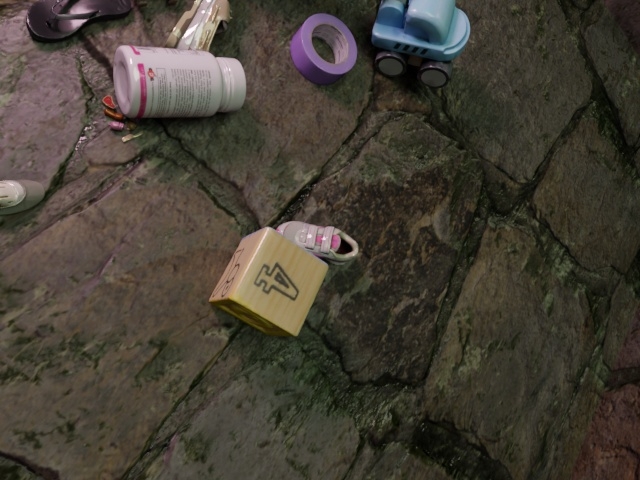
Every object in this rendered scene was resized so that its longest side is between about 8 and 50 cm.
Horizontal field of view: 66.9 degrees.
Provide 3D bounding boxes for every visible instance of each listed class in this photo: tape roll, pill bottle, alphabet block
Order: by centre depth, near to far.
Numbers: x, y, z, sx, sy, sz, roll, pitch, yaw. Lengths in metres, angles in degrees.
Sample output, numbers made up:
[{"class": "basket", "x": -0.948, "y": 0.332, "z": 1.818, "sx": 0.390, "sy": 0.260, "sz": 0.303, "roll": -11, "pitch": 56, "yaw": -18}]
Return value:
[{"class": "pill bottle", "x": -0.338, "y": -0.381, "z": 1.181, "sx": 0.283, "sy": 0.160, "sz": 0.160, "roll": -11, "pitch": 87, "yaw": -34}, {"class": "alphabet block", "x": -0.130, "y": 0.108, "z": 1.199, "sx": 0.194, "sy": 0.192, "sz": 0.197, "roll": 33, "pitch": 68, "yaw": -18}, {"class": "tape roll", "x": 0.011, "y": -0.572, "z": 1.455, "sx": 0.189, "sy": 0.080, "sz": 0.188, "roll": 5, "pitch": 80, "yaw": -28}]

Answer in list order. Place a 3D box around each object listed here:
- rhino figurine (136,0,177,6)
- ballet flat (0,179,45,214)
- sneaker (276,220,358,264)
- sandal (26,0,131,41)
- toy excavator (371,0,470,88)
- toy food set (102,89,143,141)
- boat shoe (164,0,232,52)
[{"class": "rhino figurine", "x": -0.400, "y": -0.673, "z": 1.249, "sx": 0.243, "sy": 0.073, "sz": 0.106, "roll": -31, "pitch": 105, "yaw": -42}, {"class": "ballet flat", "x": -0.686, "y": -0.086, "z": 0.998, "sx": 0.213, "sy": 0.068, "sz": 0.072, "roll": -15, "pitch": 89, "yaw": -30}, {"class": "sneaker", "x": 0.000, "y": 0.000, "z": 1.331, "sx": 0.253, "sy": 0.111, "sz": 0.102, "roll": 11, "pitch": 76, "yaw": -26}, {"class": "sandal", "x": -0.574, "y": -0.552, "z": 1.147, "sx": 0.255, "sy": 0.054, "sz": 0.097, "roll": -39, "pitch": 100, "yaw": -28}, {"class": "toy excavator", "x": 0.246, "y": -0.709, "z": 1.427, "sx": 0.434, "sy": 0.445, "sz": 0.222, "roll": 16, "pitch": 72, "yaw": 6}, {"class": "toy food set", "x": -0.485, "y": -0.304, "z": 1.173, "sx": 0.078, "sy": 0.019, "sz": 0.122, "roll": -34, "pitch": 98, "yaw": -29}, {"class": "boat shoe", "x": -0.291, "y": -0.596, "z": 1.285, "sx": 0.103, "sy": 0.113, "sz": 0.302, "roll": 33, "pitch": 78, "yaw": -21}]
